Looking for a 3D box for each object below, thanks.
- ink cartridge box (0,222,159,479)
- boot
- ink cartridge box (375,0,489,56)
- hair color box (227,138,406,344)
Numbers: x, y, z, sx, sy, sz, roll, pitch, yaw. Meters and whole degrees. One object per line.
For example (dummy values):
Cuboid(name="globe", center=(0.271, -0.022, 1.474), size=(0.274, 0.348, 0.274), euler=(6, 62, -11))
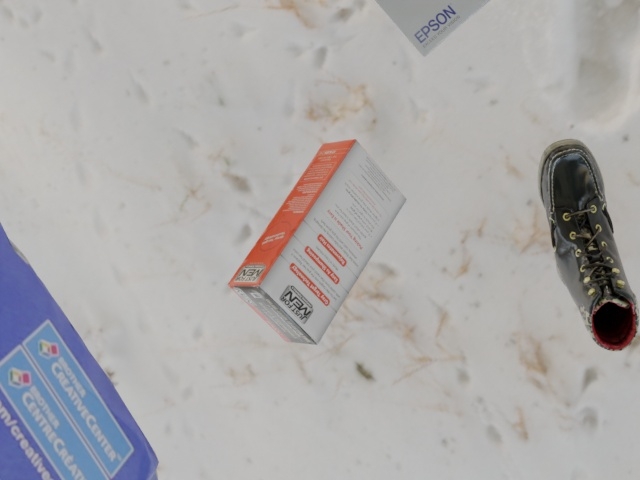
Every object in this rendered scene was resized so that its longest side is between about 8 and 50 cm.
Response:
Cuboid(name="ink cartridge box", center=(-0.243, 0.044, 0.331), size=(0.395, 0.151, 0.270), euler=(-26, 103, 27))
Cuboid(name="boot", center=(0.343, 0.006, 1.318), size=(0.085, 0.179, 0.236), euler=(-14, 122, 4))
Cuboid(name="ink cartridge box", center=(0.135, -0.375, 1.270), size=(0.224, 0.045, 0.223), euler=(48, 126, -6))
Cuboid(name="hair color box", center=(0.000, 0.000, 0.778), size=(0.043, 0.141, 0.072), euler=(-2, 138, 51))
